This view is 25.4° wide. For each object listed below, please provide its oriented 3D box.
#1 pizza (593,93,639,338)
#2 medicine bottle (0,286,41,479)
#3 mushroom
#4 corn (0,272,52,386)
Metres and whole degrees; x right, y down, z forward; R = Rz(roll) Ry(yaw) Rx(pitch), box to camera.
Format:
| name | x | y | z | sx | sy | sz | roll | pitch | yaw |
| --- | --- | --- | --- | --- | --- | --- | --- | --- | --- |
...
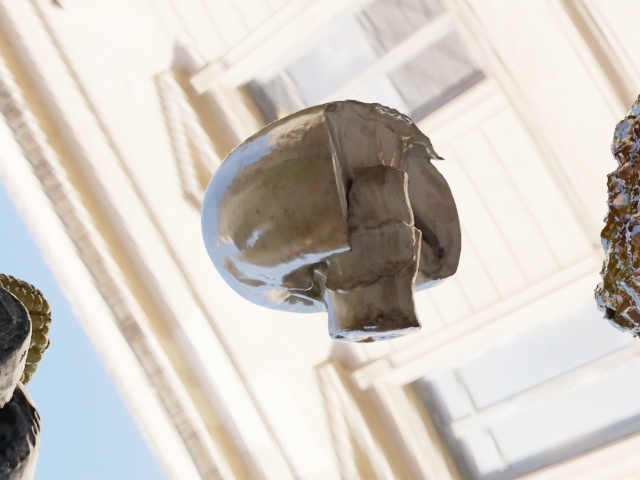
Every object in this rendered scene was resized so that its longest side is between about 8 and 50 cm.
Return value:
| name | x | y | z | sx | sy | sz | roll | pitch | yaw |
| --- | --- | --- | --- | --- | --- | --- | --- | --- | --- |
| pizza | 0.243 | -0.015 | 1.040 | 0.058 | 0.197 | 0.292 | 12 | -146 | -2 |
| medicine bottle | -0.255 | 0.165 | 0.883 | 0.141 | 0.293 | 0.141 | 14 | -155 | -7 |
| mushroom | 0.000 | 0.000 | 1.221 | 0.253 | 0.189 | 0.195 | 13 | -116 | -54 |
| corn | -0.316 | 0.040 | 1.047 | 0.291 | 0.101 | 0.101 | 32 | -134 | -49 |
